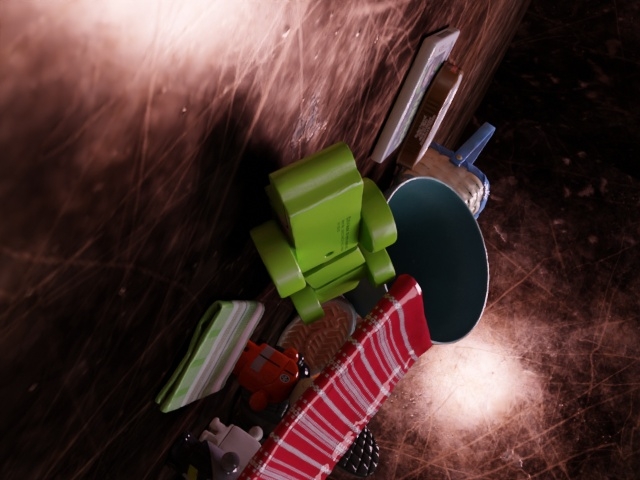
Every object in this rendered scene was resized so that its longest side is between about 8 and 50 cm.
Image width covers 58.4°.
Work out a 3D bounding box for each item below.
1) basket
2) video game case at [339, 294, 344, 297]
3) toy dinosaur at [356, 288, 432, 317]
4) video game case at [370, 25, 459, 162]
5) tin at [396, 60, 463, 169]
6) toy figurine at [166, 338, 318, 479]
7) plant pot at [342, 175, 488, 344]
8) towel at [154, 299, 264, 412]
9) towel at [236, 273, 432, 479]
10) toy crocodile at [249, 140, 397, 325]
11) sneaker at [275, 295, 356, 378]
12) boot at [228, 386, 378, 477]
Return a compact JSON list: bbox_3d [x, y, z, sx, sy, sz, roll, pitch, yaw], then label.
[{"bbox_3d":[0.262,-0.111,1.252,0.289,0.201,0.255,-37,160,-37],"label":"basket"},{"bbox_3d":[0.064,0.135,1.366,0.274,0.026,0.196,-55,152,-26],"label":"video game case"},{"bbox_3d":[0.152,0.118,1.280,0.200,0.127,0.296,-50,178,-40],"label":"toy dinosaur"},{"bbox_3d":[0.147,-0.226,0.877,0.173,0.022,0.191,-46,163,-56],"label":"video game case"},{"bbox_3d":[0.183,-0.204,0.957,0.106,0.040,0.190,-55,170,-54],"label":"tin"},{"bbox_3d":[-0.073,0.242,0.747,0.210,0.148,0.213,-59,171,-10],"label":"toy figurine"},{"bbox_3d":[0.141,0.047,1.048,0.195,0.290,0.290,-15,-149,49],"label":"plant pot"},{"bbox_3d":[-0.106,0.107,0.571,0.113,0.023,0.152,-62,169,-2],"label":"towel"},{"bbox_3d":[0.032,0.180,0.642,0.275,0.031,0.199,-49,150,-16],"label":"towel"},{"bbox_3d":[0.000,0.000,0.554,0.115,0.105,0.340,-28,161,-4],"label":"toy crocodile"},{"bbox_3d":[-0.027,0.206,1.047,0.302,0.108,0.121,-56,174,24],"label":"sneaker"},{"bbox_3d":[-0.032,0.321,0.927,0.083,0.246,0.161,-50,162,-44],"label":"boot"}]
